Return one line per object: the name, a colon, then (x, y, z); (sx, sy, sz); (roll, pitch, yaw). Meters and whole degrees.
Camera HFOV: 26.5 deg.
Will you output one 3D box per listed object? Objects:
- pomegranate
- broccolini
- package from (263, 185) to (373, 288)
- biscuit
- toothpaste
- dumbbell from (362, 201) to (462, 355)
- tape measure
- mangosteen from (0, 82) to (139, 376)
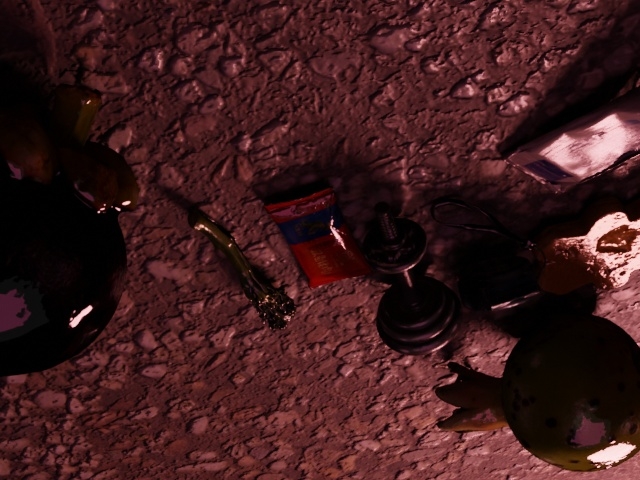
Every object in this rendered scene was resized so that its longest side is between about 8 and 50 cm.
pomegranate: (0.324, 0.208, 1.860); (0.230, 0.231, 0.285); (22, 161, -38)
broccolini: (-0.092, 0.035, 1.612); (0.051, 0.054, 0.239); (-10, 144, 20)
package: (0.000, 0.000, 1.611); (0.083, 0.022, 0.200); (-18, 145, 7)
biscuit: (0.387, -0.004, 1.711); (0.248, 0.035, 0.184); (-17, 144, 5)
toothpaste: (0.344, -0.127, 1.509); (0.282, 0.068, 0.099); (-26, 114, 38)
dumbbell: (0.101, 0.041, 1.637); (0.110, 0.110, 0.255); (-17, 137, 5)
tape measure: (0.197, 0.005, 1.667); (0.104, 0.107, 0.180); (-33, 107, -16)
mangosteen: (-0.300, -0.020, 1.328); (0.275, 0.275, 0.302); (26, 97, -40)
